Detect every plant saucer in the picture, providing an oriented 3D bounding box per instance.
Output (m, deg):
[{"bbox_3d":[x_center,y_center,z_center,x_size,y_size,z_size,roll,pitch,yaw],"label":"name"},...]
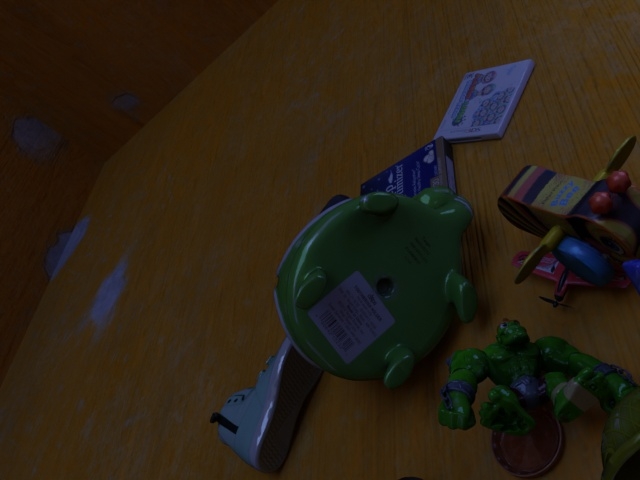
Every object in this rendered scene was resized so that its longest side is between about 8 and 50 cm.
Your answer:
[{"bbox_3d":[0.228,0.219,0.649,0.083,0.013,0.083,-33,37,29],"label":"plant saucer"}]

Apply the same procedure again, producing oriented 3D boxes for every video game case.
[{"bbox_3d":[0.283,-0.240,1.029,0.143,0.019,0.157,6,63,55],"label":"video game case"}]

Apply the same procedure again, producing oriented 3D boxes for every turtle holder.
[{"bbox_3d":[0.068,0.033,0.835,0.320,0.244,0.227,-69,16,-9],"label":"turtle holder"}]

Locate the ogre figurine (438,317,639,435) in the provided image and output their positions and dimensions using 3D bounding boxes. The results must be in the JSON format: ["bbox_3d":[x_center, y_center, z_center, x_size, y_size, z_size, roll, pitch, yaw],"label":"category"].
[{"bbox_3d":[0.214,0.148,0.629,0.197,0.096,0.118,-25,20,4],"label":"ogre figurine"}]

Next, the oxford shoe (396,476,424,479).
[{"bbox_3d":[0.065,0.392,0.639,0.271,0.097,0.098,-58,13,-20],"label":"oxford shoe"}]

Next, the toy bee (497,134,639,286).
[{"bbox_3d":[0.301,-0.033,0.623,0.298,0.162,0.195,7,64,46],"label":"toy bee"}]

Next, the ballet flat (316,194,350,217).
[{"bbox_3d":[0.000,0.000,1.121,0.203,0.074,0.074,-54,31,-5],"label":"ballet flat"}]

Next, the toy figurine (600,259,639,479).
[{"bbox_3d":[0.346,0.032,0.480,0.362,0.191,0.217,-44,41,18],"label":"toy figurine"}]

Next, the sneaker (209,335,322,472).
[{"bbox_3d":[-0.090,0.232,0.974,0.151,0.094,0.255,4,64,48],"label":"sneaker"}]

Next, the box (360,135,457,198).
[{"bbox_3d":[0.136,-0.079,1.051,0.225,0.036,0.136,-31,37,34],"label":"box"}]

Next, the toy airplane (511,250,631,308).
[{"bbox_3d":[0.314,0.016,0.721,0.151,0.028,0.151,-26,44,28],"label":"toy airplane"}]
